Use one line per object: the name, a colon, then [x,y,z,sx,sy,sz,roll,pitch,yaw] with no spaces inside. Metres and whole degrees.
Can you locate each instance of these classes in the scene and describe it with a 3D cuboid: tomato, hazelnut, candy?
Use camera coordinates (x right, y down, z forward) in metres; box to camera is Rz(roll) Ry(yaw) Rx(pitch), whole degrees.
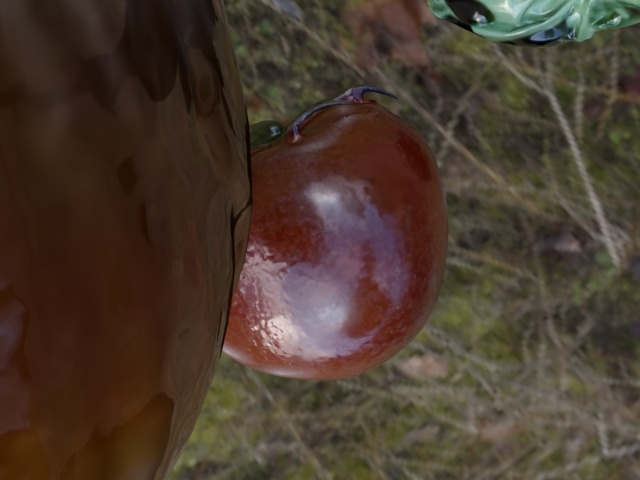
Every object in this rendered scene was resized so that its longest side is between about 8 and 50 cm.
tomato: [0.000,0.000,0.886,0.167,0.167,0.167,-12,125,-18]
hazelnut: [-0.183,-0.018,0.540,0.372,0.315,0.372,-40,152,-26]
candy: [0.144,-0.081,0.524,0.091,0.305,0.083,-32,127,-25]
